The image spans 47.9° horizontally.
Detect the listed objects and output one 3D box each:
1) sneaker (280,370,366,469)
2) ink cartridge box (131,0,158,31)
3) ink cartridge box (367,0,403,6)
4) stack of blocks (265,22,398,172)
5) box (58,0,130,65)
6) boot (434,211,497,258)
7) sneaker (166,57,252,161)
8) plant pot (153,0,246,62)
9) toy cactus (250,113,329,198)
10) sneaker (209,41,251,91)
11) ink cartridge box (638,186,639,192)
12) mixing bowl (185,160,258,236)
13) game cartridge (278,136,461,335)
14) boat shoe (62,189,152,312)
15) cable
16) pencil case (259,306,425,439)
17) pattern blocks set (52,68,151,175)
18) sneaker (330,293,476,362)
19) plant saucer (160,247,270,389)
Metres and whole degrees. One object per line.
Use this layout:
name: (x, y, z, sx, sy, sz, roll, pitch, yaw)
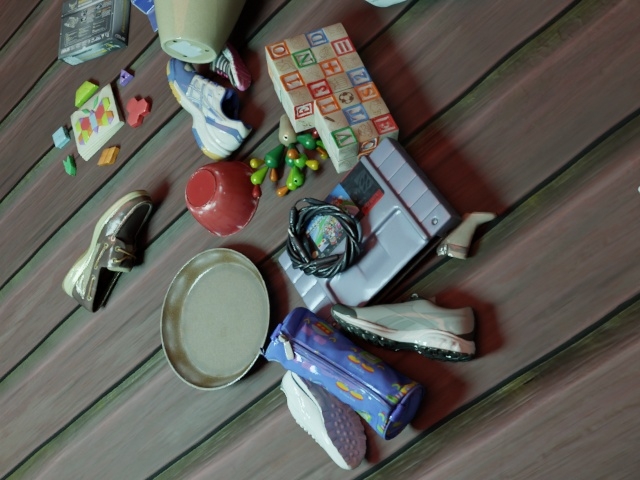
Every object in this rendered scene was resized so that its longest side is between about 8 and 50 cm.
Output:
sneaker: (0.003, 0.344, 1.393, 0.094, 0.090, 0.235, -54, 54, 33)
ink cartridge box: (-0.404, -0.766, 1.914, 0.304, 0.072, 0.307, -36, 60, 21)
ink cartridge box: (0.179, -0.691, 1.407, 0.279, 0.161, 0.384, 5, 82, 57)
stack of blocks: (0.019, -0.287, 1.465, 0.171, 0.087, 0.297, -20, 64, -9)
box: (-0.640, -0.612, 2.037, 0.231, 0.056, 0.182, -8, 74, 31)
boot: (0.265, -0.009, 1.321, 0.119, 0.042, 0.086, 0, 83, 36)
sneaker: (-0.255, -0.332, 1.700, 0.131, 0.112, 0.296, -35, 72, 18)
plant pot: (-0.284, -0.562, 1.666, 0.257, 0.256, 0.273, 1, 78, 33)
toy cactus: (-0.070, -0.196, 1.554, 0.219, 0.112, 0.180, -30, 54, 33)
sneaker: (-0.221, -0.403, 1.713, 0.075, 0.063, 0.170, -39, 56, 20)
ink cartridge box: (0.646, -0.036, 1.026, 0.211, 0.122, 0.289, -46, 59, 17)
mixing bowl: (-0.240, -0.105, 1.635, 0.182, 0.098, 0.181, -8, 75, 32)
game cartridge: (0.079, -0.003, 1.404, 0.355, 0.068, 0.230, -48, 62, 23)
boat shoe: (-0.500, 0.033, 1.770, 0.123, 0.123, 0.342, 43, 103, 18)
cable: (0.000, 0.000, 1.400, 0.185, 0.047, 0.150, 22, 98, 38)
pencil case: (0.038, 0.238, 1.323, 0.306, 0.133, 0.119, 31, 95, 22)
pattern blocks set: (-0.611, -0.325, 1.971, 0.325, 0.026, 0.285, -46, 59, 16)
sneaker: (0.152, 0.147, 1.315, 0.272, 0.100, 0.107, 9, 70, 17)
plant saucer: (-0.225, 0.173, 1.590, 0.311, 0.050, 0.310, -9, 74, 31)
